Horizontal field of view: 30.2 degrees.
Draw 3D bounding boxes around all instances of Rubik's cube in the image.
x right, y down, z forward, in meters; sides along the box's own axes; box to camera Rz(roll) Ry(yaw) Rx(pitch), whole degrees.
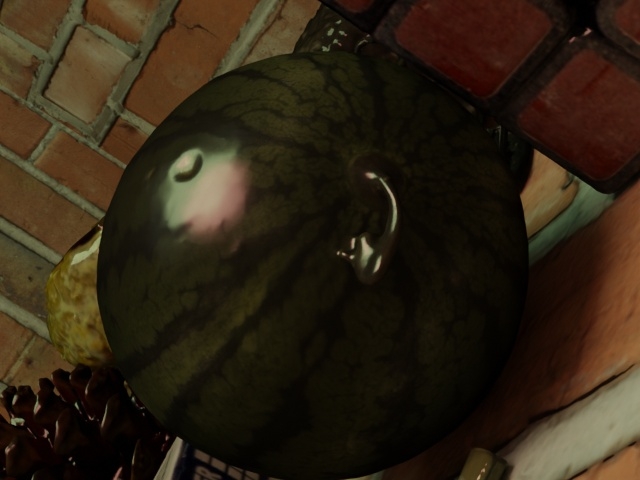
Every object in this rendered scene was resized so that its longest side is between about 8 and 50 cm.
[{"bbox_3d":[0.178,-0.274,0.765,0.304,0.305,0.301,-47,12,41],"label":"Rubik's cube"}]

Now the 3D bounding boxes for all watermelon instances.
[{"bbox_3d":[-0.005,0.018,0.784,0.279,0.279,0.359,-61,4,-22],"label":"watermelon"}]

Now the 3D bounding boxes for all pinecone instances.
[{"bbox_3d":[-0.200,0.228,1.137,0.246,0.292,0.246,6,-90,-81],"label":"pinecone"}]

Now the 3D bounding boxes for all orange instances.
[{"bbox_3d":[-0.152,0.101,1.348,0.270,0.210,0.368,-21,-15,17],"label":"orange"}]

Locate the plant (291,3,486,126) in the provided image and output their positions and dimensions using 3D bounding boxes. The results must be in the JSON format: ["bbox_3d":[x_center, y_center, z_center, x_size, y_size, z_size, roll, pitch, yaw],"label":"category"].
[{"bbox_3d":[0.066,-0.161,1.263,0.215,0.213,0.312,-58,5,19],"label":"plant"}]

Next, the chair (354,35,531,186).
[{"bbox_3d":[0.112,-0.063,1.035,0.145,0.221,0.140,-8,28,16],"label":"chair"}]

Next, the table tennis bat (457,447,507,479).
[{"bbox_3d":[0.044,0.227,0.647,0.246,0.022,0.138,-62,11,-18],"label":"table tennis bat"}]

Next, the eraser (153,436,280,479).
[{"bbox_3d":[-0.080,0.250,0.873,0.086,0.130,0.287,-57,9,16],"label":"eraser"}]
